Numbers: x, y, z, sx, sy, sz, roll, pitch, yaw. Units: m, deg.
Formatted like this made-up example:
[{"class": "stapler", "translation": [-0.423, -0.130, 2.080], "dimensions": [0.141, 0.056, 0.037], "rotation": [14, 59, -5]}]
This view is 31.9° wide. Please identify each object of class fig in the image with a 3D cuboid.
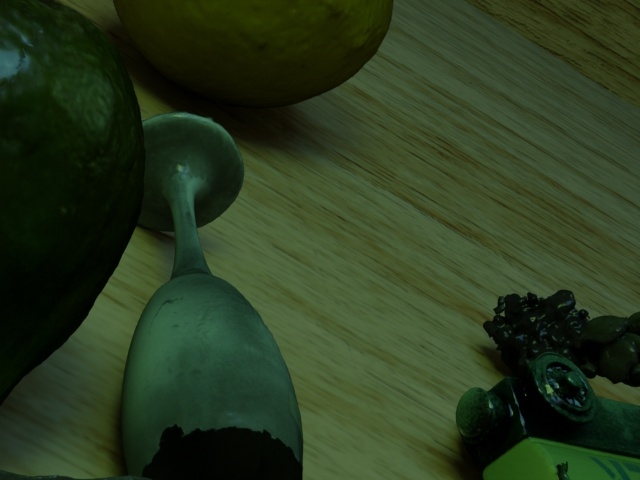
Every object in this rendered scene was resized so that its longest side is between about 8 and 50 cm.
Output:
[{"class": "fig", "translation": [-0.178, 0.013, 0.496], "dimensions": [0.203, 0.203, 0.235], "rotation": [18, 50, -31]}]

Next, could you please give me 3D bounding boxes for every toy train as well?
[{"class": "toy train", "translation": [0.205, 0.173, 0.778], "dimensions": [0.253, 0.105, 0.157], "rotation": [17, 42, -33]}]

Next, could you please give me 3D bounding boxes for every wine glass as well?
[{"class": "wine glass", "translation": [0.000, 0.000, 0.659], "dimensions": [0.096, 0.264, 0.309], "rotation": [60, 7, -35]}]

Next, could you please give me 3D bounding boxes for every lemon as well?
[{"class": "lemon", "translation": [-0.059, -0.245, 1.039], "dimensions": [0.284, 0.260, 0.260], "rotation": [-11, 48, -39]}]

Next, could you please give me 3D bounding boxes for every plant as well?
[{"class": "plant", "translation": [0.213, 0.084, 0.895], "dimensions": [0.174, 0.085, 0.087], "rotation": [6, 7, 33]}]

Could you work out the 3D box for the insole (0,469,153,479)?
[{"class": "insole", "translation": [-0.141, 0.121, 0.473], "dimensions": [0.193, 0.065, 0.006], "rotation": [14, -1, -42]}]
